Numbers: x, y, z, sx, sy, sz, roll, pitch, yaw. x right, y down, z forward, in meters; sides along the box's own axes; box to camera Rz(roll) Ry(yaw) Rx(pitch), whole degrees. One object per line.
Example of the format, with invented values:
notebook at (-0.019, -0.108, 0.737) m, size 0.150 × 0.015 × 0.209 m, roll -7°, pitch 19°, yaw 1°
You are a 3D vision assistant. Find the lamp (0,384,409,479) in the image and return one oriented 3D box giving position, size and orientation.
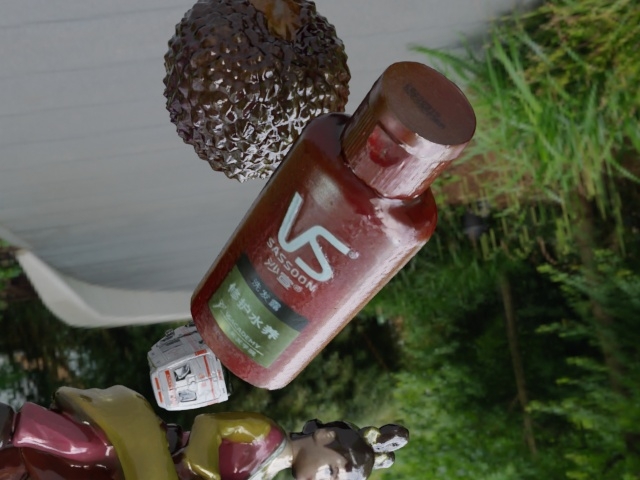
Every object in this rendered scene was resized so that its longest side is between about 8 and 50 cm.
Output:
lamp at (-0.080, 0.136, 0.434) m, size 0.253 × 0.118 × 0.118 m, roll 6°, pitch 172°, yaw -6°

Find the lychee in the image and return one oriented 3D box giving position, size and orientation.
lychee at (-0.065, -0.140, 0.812) m, size 0.188 × 0.188 × 0.188 m, roll -10°, pitch 174°, yaw -1°

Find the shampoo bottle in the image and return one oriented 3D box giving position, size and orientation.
shampoo bottle at (-0.001, 0.001, 0.642) m, size 0.076 × 0.118 × 0.314 m, roll -30°, pitch 166°, yaw -42°

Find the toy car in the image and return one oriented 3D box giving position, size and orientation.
toy car at (-0.199, 0.181, 1.260) m, size 0.108 × 0.089 × 0.209 m, roll -16°, pitch -169°, yaw -14°
